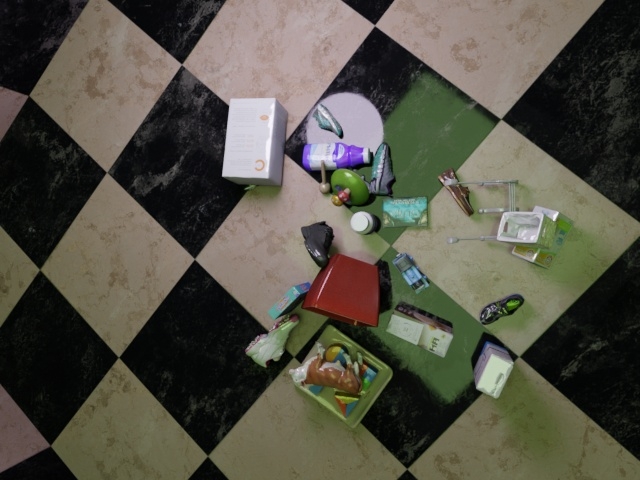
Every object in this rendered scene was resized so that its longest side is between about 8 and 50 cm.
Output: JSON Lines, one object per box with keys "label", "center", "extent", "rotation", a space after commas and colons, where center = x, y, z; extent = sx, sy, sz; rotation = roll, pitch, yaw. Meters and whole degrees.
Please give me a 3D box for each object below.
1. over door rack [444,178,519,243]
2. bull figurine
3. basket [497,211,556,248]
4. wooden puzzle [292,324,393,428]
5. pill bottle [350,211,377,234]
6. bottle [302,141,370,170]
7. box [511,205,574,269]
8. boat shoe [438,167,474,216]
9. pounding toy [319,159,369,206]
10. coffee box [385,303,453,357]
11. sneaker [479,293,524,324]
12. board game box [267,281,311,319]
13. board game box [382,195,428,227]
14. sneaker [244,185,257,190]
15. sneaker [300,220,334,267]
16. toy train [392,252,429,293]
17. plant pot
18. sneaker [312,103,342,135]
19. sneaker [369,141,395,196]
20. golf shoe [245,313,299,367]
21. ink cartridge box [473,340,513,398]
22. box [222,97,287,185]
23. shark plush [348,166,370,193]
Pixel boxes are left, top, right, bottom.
{"label": "over door rack", "center": [0.608, -0.115, 1.722], "extent": [0.324, 0.108, 0.240], "rotation": [-3, 90, -18]}
{"label": "bull figurine", "center": [0.029, 0.531, 1.854], "extent": [0.310, 0.101, 0.189], "rotation": [10, 93, 12]}
{"label": "basket", "center": [0.745, -0.035, 1.622], "extent": [0.103, 0.167, 0.113], "rotation": [19, 84, -29]}
{"label": "wooden puzzle", "center": [0.085, 0.588, 1.932], "extent": [0.347, 0.080, 0.322], "rotation": [35, 99, 13]}
{"label": "pill bottle", "center": [0.176, -0.071, 1.856], "extent": [0.094, 0.169, 0.094], "rotation": [0, 90, 16]}
{"label": "bottle", "center": [0.069, -0.359, 1.921], "extent": [0.282, 0.092, 0.118], "rotation": [2, 73, 16]}
{"label": "box", "center": [0.831, -0.010, 1.684], "extent": [0.114, 0.103, 0.203], "rotation": [21, 98, -31]}
{"label": "boat shoe", "center": [0.557, -0.195, 1.798], "extent": [0.073, 0.073, 0.207], "rotation": [-35, 82, 15]}
{"label": "pounding toy", "center": [0.076, -0.204, 1.866], "extent": [0.236, 0.183, 0.110], "rotation": [27, 60, 22]}
{"label": "coffee box", "center": [0.399, 0.359, 1.811], "extent": [0.246, 0.141, 0.098], "rotation": [23, 97, 14]}
{"label": "sneaker", "center": [0.706, 0.268, 1.756], "extent": [0.188, 0.078, 0.067], "rotation": [-33, 82, 14]}
{"label": "board game box", "center": [-0.122, 0.254, 1.921], "extent": [0.160, 0.210, 0.047], "rotation": [-45, 79, 11]}
{"label": "board game box", "center": [0.353, -0.118, 1.881], "extent": [0.186, 0.026, 0.126], "rotation": [-2, 89, 16]}
{"label": "sneaker", "center": [-0.315, -0.257, 2.069], "extent": [0.083, 0.031, 0.035], "rotation": [-25, 74, 8]}
{"label": "sneaker", "center": [0.000, 0.000, 1.872], "extent": [0.130, 0.286, 0.109], "rotation": [-27, 125, 5]}
{"label": "toy train", "center": [0.368, 0.132, 1.837], "extent": [0.080, 0.105, 0.184], "rotation": [-36, 81, 13]}
{"label": "plant pot", "center": [0.099, 0.198, 1.819], "extent": [0.267, 0.267, 0.236], "rotation": [19, 76, -9]}
{"label": "sneaker", "center": [0.027, -0.512, 1.961], "extent": [0.076, 0.065, 0.166], "rotation": [-42, 76, 29]}
{"label": "sneaker", "center": [0.272, -0.296, 1.893], "extent": [0.098, 0.083, 0.224], "rotation": [13, 85, -18]}
{"label": "golf shoe", "center": [-0.191, 0.446, 2.005], "extent": [0.306, 0.115, 0.140], "rotation": [-40, 91, 19]}
{"label": "ink cartridge box", "center": [0.651, 0.485, 1.708], "extent": [0.085, 0.203, 0.148], "rotation": [23, 96, 14]}
{"label": "box", "center": [-0.282, -0.426, 1.971], "extent": [0.214, 0.168, 0.346], "rotation": [4, 86, 15]}
{"label": "shark plush", "center": [0.166, -0.257, 1.936], "extent": [0.067, 0.073, 0.161], "rotation": [-32, 60, -6]}
